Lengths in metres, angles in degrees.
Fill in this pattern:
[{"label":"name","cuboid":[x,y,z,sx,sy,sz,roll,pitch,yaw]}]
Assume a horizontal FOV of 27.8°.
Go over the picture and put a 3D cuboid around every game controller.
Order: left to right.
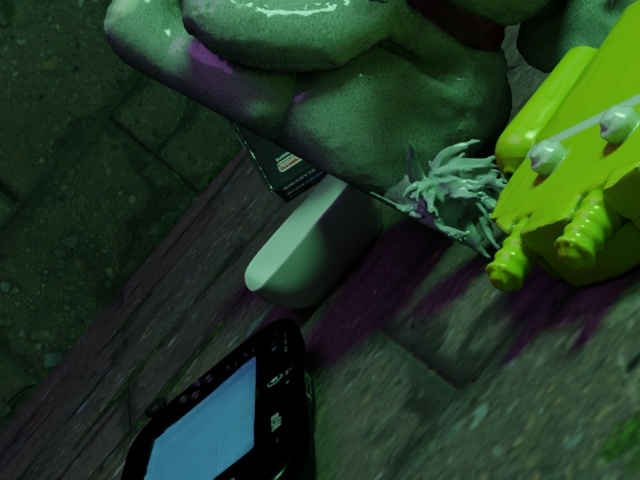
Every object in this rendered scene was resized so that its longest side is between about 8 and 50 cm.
[{"label":"game controller","cuboid":[-0.073,0.145,0.863,0.166,0.067,0.319,-48,11,8]}]

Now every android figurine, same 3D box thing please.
[{"label":"android figurine","cuboid":[0.177,-0.080,0.656,0.273,0.056,0.248,-52,11,-21]}]

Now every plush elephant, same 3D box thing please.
[{"label":"plush elephant","cuboid":[0.061,-0.160,0.873,0.330,0.271,0.255,32,94,50]}]

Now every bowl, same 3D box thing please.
[{"label":"bowl","cuboid":[0.000,0.000,1.112,0.142,0.053,0.142,-50,10,0]}]

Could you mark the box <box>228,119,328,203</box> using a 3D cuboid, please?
[{"label":"box","cuboid":[0.010,-0.166,1.187,0.220,0.175,0.051,-32,-18,7]}]
